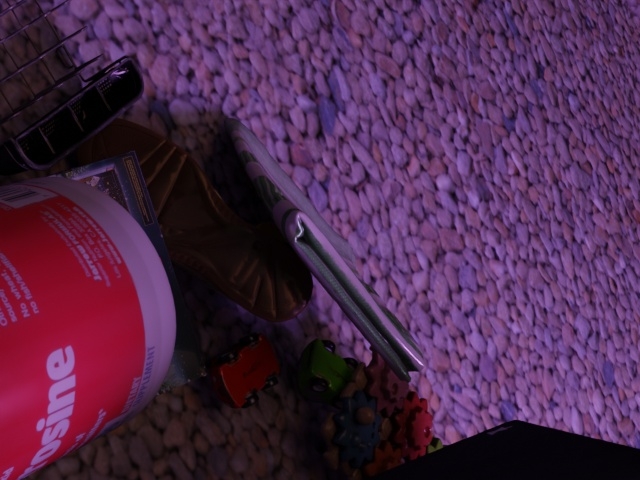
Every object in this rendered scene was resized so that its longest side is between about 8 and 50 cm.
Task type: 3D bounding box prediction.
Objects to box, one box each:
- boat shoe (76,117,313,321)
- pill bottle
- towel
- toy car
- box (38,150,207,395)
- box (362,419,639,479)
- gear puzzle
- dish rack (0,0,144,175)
[{"bbox_3d":[-0.137,-0.012,1.428,0.285,0.089,0.104,42,76,-5],"label":"boat shoe"},{"bbox_3d":[-0.315,0.098,1.036,0.407,0.229,0.229,-24,93,-54],"label":"pill bottle"},{"bbox_3d":[0.000,0.000,1.517,0.248,0.038,0.325,50,5,-25],"label":"towel"},{"bbox_3d":[-0.035,0.126,1.547,0.225,0.053,0.239,42,44,-34],"label":"toy car"},{"bbox_3d":[-0.214,0.047,1.306,0.159,0.044,0.233,-21,95,-40],"label":"box"},{"bbox_3d":[0.216,0.451,1.311,0.297,0.480,0.472,-19,90,-10],"label":"box"},{"bbox_3d":[0.111,0.287,1.625,0.175,0.044,0.339,-55,130,-39],"label":"gear puzzle"},{"bbox_3d":[-0.310,-0.208,1.329,0.272,0.074,0.208,59,36,-14],"label":"dish rack"}]
